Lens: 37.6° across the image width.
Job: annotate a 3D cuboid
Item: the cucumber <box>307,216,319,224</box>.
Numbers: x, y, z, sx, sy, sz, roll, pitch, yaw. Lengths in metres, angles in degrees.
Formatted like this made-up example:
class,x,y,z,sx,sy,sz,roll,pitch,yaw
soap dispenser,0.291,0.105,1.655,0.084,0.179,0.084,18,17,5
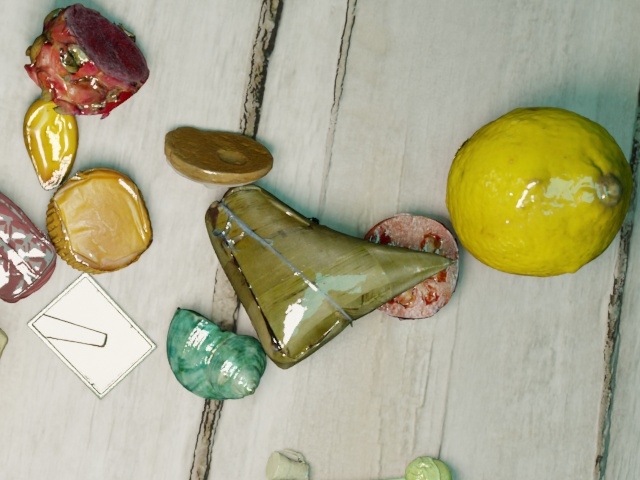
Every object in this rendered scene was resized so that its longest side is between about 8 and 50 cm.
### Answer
class,x,y,z,sx,sy,sz,roll,pitch,yaw
cucumber,-0.024,0.035,1.887,0.043,0.039,0.163,0,87,0

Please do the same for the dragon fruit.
class,x,y,z,sx,sy,sz,roll,pitch,yaw
dragon fruit,-0.439,-0.316,1.706,0.147,0.282,0.211,-38,98,24

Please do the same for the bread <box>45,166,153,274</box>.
class,x,y,z,sx,sy,sz,roll,pitch,yaw
bread,-0.413,-0.033,1.746,0.199,0.104,0.199,7,76,-31

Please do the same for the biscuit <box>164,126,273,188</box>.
class,x,y,z,sx,sy,sz,roll,pitch,yaw
biscuit,-0.195,-0.153,1.793,0.208,0.181,0.049,5,123,-19

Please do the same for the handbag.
class,x,y,z,sx,sy,sz,roll,pitch,yaw
handbag,-0.587,0.007,1.700,0.146,0.135,0.225,-45,98,-15

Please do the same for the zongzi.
class,x,y,z,sx,sy,sz,roll,pitch,yaw
zongzi,0.000,0.000,1.786,0.393,0.174,0.356,-31,80,0

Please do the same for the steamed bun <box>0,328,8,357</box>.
class,x,y,z,sx,sy,sz,roll,pitch,yaw
steamed bun,-0.771,0.251,1.575,0.371,0.290,0.456,42,82,-15

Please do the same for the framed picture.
class,x,y,z,sx,sy,sz,roll,pitch,yaw
framed picture,-0.434,0.181,1.795,0.150,0.015,0.203,-44,100,-11

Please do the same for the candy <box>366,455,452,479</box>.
class,x,y,z,sx,sy,sz,roll,pitch,yaw
candy,0.103,0.486,1.880,0.335,0.092,0.093,-1,47,-16

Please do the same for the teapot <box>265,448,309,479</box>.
class,x,y,z,sx,sy,sz,roll,pitch,yaw
teapot,-0.060,0.452,1.867,0.083,0.057,0.067,21,73,-20

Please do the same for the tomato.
class,x,y,z,sx,sy,sz,roll,pitch,yaw
tomato,0.173,0.053,1.912,0.225,0.085,0.225,0,88,-18

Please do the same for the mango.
class,x,y,z,sx,sy,sz,roll,pitch,yaw
mango,-0.503,-0.188,1.759,0.101,0.066,0.188,-4,95,-22

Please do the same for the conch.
class,x,y,z,sx,sy,sz,roll,pitch,yaw
conch,-0.193,0.229,1.775,0.202,0.196,0.134,8,62,28

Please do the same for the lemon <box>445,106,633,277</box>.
class,x,y,z,sx,sy,sz,roll,pitch,yaw
lemon,0.432,-0.093,1.836,0.349,0.387,0.350,3,85,-34
